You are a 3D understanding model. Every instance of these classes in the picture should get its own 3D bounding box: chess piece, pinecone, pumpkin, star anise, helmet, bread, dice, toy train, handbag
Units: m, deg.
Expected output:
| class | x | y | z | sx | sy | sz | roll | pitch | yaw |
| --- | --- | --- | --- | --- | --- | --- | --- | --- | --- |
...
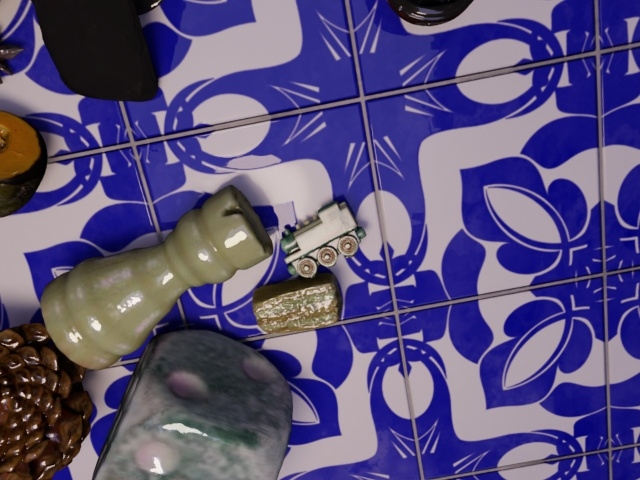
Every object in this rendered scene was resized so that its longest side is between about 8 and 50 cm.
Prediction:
| class | x | y | z | sx | sy | sz | roll | pitch | yaw |
| --- | --- | --- | --- | --- | --- | --- | --- | --- | --- |
| chess piece | -0.325 | 0.063 | 1.074 | 0.441 | 0.234 | 0.234 | -32 | 105 | 3 |
| pinecone | -0.669 | 0.372 | 1.111 | 0.383 | 0.384 | 0.385 | 0 | 106 | -1 |
| pumpkin | -0.711 | -0.123 | 0.984 | 0.324 | 0.242 | 0.232 | 13 | 135 | -22 |
| star anise | -0.647 | -0.371 | 1.015 | 0.129 | 0.056 | 0.124 | -4 | 106 | 0 |
| helmet | 0.201 | -0.500 | 0.928 | 0.189 | 0.193 | 0.216 | -3 | 95 | 2 |
| bread | -0.050 | 0.141 | 1.142 | 0.196 | 0.138 | 0.102 | -12 | 97 | 2 |
| dice | -0.275 | 0.415 | 1.107 | 0.348 | 0.330 | 0.328 | 26 | 107 | -11 |
| toy train | 0.000 | 0.000 | 1.135 | 0.193 | 0.081 | 0.125 | -28 | 95 | 9 |
| handbag | -0.412 | -0.387 | 0.924 | 0.191 | 0.075 | 0.332 | 5 | 149 | -2 |

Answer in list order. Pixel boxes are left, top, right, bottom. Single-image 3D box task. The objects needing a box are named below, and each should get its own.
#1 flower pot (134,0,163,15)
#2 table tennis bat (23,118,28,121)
| class | x | y | z | sx | sy | sz | roll | pitch | yaw |
| --- | --- | --- | --- | --- | --- | --- | --- | --- | --- |
| flower pot | -0.384 | -0.538 | 0.928 | 0.235 | 0.148 | 0.236 | -1 | 108 | -2 |
| table tennis bat | -0.760 | -0.269 | 1.063 | 0.300 | 0.022 | 0.174 | 16 | 107 | -4 |
